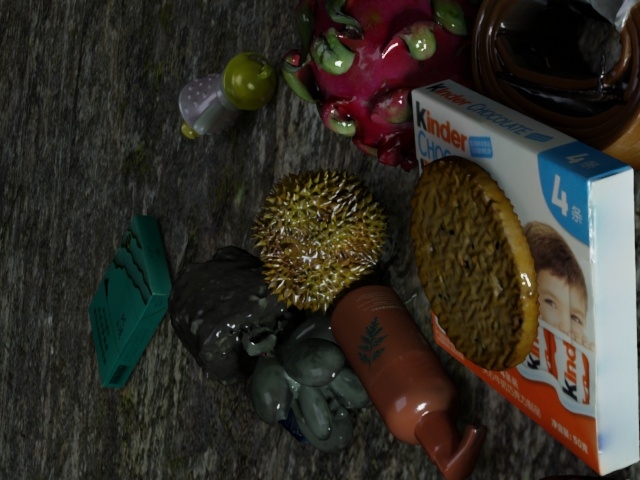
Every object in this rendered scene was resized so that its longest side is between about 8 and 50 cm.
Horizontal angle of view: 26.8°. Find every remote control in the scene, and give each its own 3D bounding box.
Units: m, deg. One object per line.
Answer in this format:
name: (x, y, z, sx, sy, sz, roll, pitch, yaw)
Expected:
remote control: (-0.042, 0.198, 1.595, 0.152, 0.027, 0.043, 31, 115, 61)

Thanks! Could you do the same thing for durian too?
durian: (0.000, 0.000, 1.437, 0.137, 0.168, 0.158, 26, 113, 25)

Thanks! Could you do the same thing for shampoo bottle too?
shampoo bottle: (0.088, 0.142, 1.321, 0.244, 0.085, 0.085, 55, 130, 50)

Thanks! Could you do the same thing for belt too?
belt: (0.231, -0.156, 1.116, 0.261, 0.105, 0.184, 28, 110, 63)

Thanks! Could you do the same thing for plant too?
plant: (-0.050, 0.124, 1.517, 0.274, 0.149, 0.146, 37, 159, 40)

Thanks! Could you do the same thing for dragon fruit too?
dragon fruit: (0.073, -0.193, 1.319, 0.218, 0.198, 0.273, -18, 31, 15)

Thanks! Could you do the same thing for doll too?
doll: (-0.124, -0.193, 1.780, 0.207, 0.081, 0.129, -22, 32, 53)

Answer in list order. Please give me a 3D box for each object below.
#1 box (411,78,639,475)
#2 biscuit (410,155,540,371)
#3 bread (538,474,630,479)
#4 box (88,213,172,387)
box: (0.169, 0.022, 1.137, 0.273, 0.048, 0.265, -141, 39, -58)
biscuit: (0.129, 0.019, 1.128, 0.188, 0.027, 0.188, 165, 90, -69)
bread: (0.210, 0.266, 1.080, 0.160, 0.073, 0.160, -15, 72, 56)
box: (-0.291, 0.093, 2.047, 0.226, 0.042, 0.161, -57, 39, 39)
